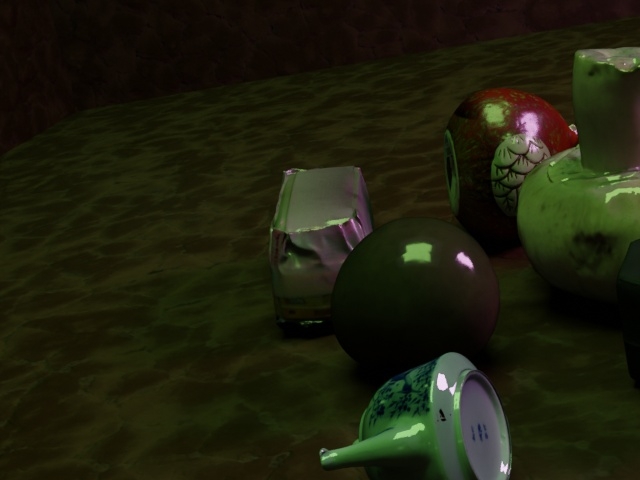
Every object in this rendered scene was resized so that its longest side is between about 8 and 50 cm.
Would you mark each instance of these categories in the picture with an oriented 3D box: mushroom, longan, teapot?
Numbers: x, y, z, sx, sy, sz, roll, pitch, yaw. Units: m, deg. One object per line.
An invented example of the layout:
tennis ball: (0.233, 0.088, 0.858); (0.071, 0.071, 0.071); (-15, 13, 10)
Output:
mushroom: (0.398, -0.089, 1.431); (0.314, 0.336, 0.314); (-7, 26, 4)
longan: (0.115, 0.068, 1.374); (0.220, 0.196, 0.196); (-13, 13, 39)
teapot: (0.097, 0.196, 1.079); (0.159, 0.159, 0.232); (-2, -6, 30)

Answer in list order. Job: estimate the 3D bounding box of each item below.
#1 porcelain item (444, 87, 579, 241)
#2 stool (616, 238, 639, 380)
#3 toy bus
porcelain item: (0.315, -0.123, 1.744); (0.253, 0.253, 0.253); (-11, 18, 4)
stool: (0.442, 0.072, 1.215); (0.232, 0.141, 0.232); (-12, 18, 4)
toy bus: (0.000, 0.000, 1.705); (0.171, 0.162, 0.386); (-10, 18, 4)
